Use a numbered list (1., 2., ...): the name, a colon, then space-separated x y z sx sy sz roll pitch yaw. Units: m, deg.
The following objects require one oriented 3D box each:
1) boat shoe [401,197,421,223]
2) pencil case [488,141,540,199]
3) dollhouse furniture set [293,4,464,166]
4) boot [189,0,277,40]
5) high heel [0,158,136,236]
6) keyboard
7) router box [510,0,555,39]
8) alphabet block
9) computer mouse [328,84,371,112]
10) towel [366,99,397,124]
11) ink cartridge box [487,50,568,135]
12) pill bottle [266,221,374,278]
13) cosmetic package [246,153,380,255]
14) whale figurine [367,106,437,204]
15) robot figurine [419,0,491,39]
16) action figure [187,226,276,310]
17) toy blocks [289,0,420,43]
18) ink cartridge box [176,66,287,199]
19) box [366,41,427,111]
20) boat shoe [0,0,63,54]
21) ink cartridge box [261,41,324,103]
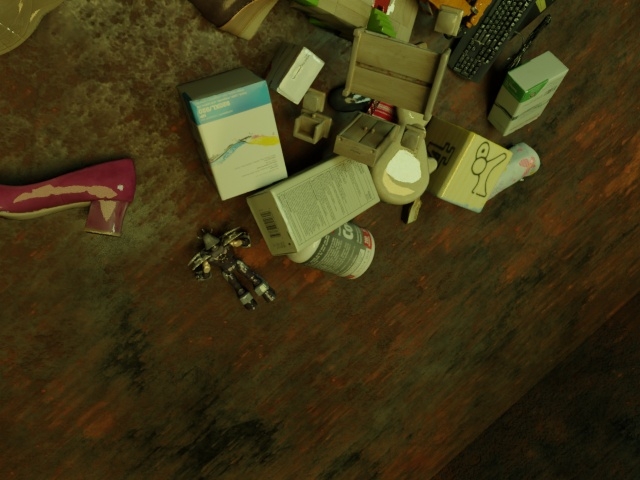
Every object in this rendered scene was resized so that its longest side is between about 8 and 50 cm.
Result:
1. boat shoe: 0.292 -0.116 1.498 0.045 0.050 0.135 -10 131 -26
2. pencil case: 0.571 -0.209 1.548 0.273 0.113 0.124 -30 146 -10
3. dollhouse furniture set: 0.124 -0.373 1.065 0.174 0.303 0.356 -53 161 -49
4. boot: -0.171 -0.560 0.968 0.207 0.090 0.248 25 107 -38
5. high heel: -0.598 -0.127 1.014 0.377 0.127 0.181 12 82 -28
6. keyboard: 0.497 -0.557 1.258 0.201 0.033 0.317 16 134 -16
7. router box: 0.510 -0.726 1.235 0.243 0.081 0.309 -40 128 -1
8. alphabet block: 0.399 -0.222 1.398 0.192 0.193 0.197 14 110 -35
9. computer mouse: 0.137 -0.387 1.216 0.242 0.041 0.071 -19 93 2
10. towel: 0.165 -0.256 1.341 0.198 0.031 0.275 16 113 -38
11. ink cartridge box: 0.598 -0.423 1.397 0.153 0.087 0.208 -29 159 -10
12. pill bottle: 0.000 0.000 1.337 0.283 0.161 0.161 20 107 -35
13. cosmetic package: -0.009 -0.102 1.173 0.309 0.113 0.160 -32 105 -38
14. whale figurine: 0.212 -0.232 1.297 0.216 0.141 0.272 13 91 -17
15. robot figurine: 0.324 -0.590 1.102 0.291 0.085 0.211 -9 139 -57
16. action figure: -0.243 0.074 1.300 0.185 0.099 0.285 -32 124 1
17. toy blocks: 0.100 -0.590 1.033 0.381 0.190 0.261 3 108 -43
18. ink cartridge box: -0.199 -0.244 1.086 0.168 0.171 0.233 -22 125 -15
19. box: 0.208 -0.421 1.291 0.201 0.021 0.164 -26 126 -13
20. boat shoe: -0.553 -0.429 0.845 0.285 0.092 0.103 -42 147 -3
21. ink cartridge box: -0.067 -0.383 1.085 0.063 0.150 0.109 28 102 -32
